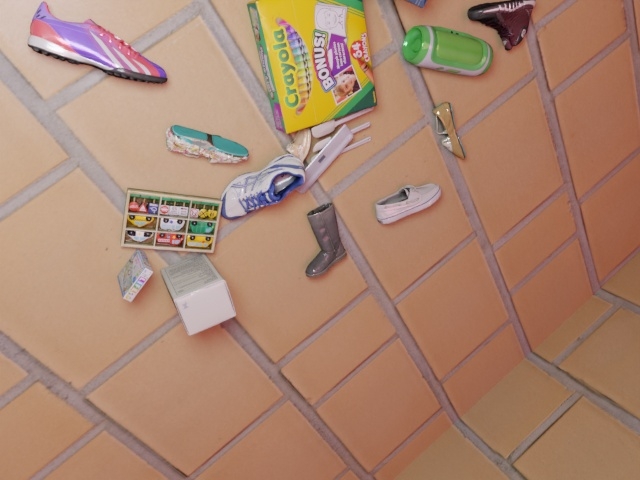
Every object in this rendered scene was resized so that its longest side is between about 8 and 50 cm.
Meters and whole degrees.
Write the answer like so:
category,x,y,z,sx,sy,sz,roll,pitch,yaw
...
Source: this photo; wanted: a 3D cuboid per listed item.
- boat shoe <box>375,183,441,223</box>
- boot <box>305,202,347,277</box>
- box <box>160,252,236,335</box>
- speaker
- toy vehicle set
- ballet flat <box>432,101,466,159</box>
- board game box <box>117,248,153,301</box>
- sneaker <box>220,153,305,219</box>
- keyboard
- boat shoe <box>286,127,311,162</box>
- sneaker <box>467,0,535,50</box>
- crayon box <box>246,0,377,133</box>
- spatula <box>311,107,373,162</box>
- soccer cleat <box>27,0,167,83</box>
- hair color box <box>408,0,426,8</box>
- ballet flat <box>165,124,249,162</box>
category,x,y,z,sx,sy,sz,roll,pitch,yaw
boat shoe,0.313,-0.154,1.809,0.268,0.096,0.088,-24,124,-8
boot,-0.002,0.000,1.711,0.190,0.076,0.208,-38,130,-26
box,-0.363,0.151,1.486,0.149,0.232,0.126,-22,118,-18
speaker,0.420,-0.619,1.655,0.297,0.131,0.131,0,109,-28
toy vehicle set,-0.434,-0.055,1.473,0.267,0.035,0.165,5,107,-25
ballet flat,0.459,-0.386,1.813,0.073,0.080,0.232,-20,119,12
board game box,-0.526,0.095,1.425,0.026,0.154,0.103,36,91,-33
sneaker,-0.178,-0.149,1.502,0.297,0.131,0.112,-35,124,7
keyboard,0.008,-0.256,1.607,0.256,0.014,0.072,-49,143,5
boat shoe,-0.079,-0.275,1.567,0.059,0.063,0.169,7,107,-36
sneaker,0.625,-0.732,1.732,0.282,0.106,0.162,-18,120,-22
crayon box,-0.014,-0.534,1.471,0.313,0.106,0.362,-23,118,-18
spatula,0.071,-0.335,1.618,0.242,0.019,0.168,-29,142,-23
soccer cleat,-0.528,-0.470,1.232,0.319,0.109,0.116,11,100,-28
hair color box,0.142,-0.767,1.381,0.348,0.174,0.105,3,123,-39
ballet flat,-0.327,-0.265,1.443,0.241,0.091,0.077,15,132,-27
